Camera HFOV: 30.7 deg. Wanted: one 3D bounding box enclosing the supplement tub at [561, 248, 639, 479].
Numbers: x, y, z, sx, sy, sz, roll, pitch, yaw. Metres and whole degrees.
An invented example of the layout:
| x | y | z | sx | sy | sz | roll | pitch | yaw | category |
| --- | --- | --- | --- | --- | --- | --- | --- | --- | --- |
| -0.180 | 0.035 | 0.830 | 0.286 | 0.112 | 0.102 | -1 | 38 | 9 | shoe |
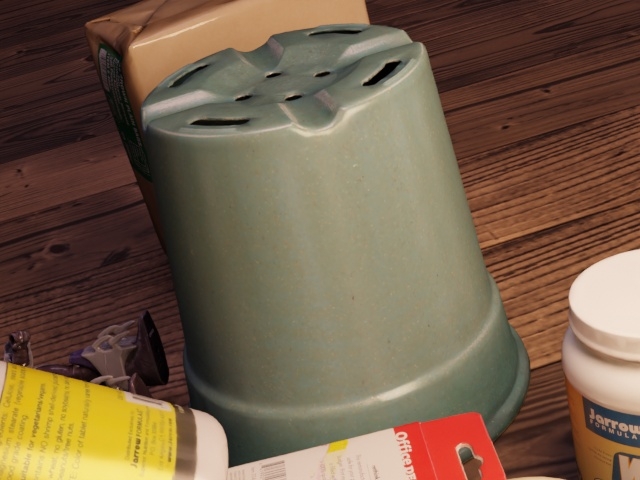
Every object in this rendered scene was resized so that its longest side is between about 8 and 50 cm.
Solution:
| x | y | z | sx | sy | sz | roll | pitch | yaw | category |
| --- | --- | --- | --- | --- | --- | --- | --- | --- | --- |
| 0.255 | 0.120 | 0.860 | 0.144 | 0.200 | 0.144 | -11 | 27 | 6 | supplement tub |

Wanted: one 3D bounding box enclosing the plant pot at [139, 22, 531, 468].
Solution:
| x | y | z | sx | sy | sz | roll | pitch | yaw | category |
| --- | --- | --- | --- | --- | --- | --- | --- | --- | --- |
| 0.000 | 0.000 | 1.067 | 0.341 | 0.334 | 0.341 | -11 | 26 | 5 | plant pot |

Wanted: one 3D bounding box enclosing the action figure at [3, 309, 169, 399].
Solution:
| x | y | z | sx | sy | sz | roll | pitch | yaw | category |
| --- | --- | --- | --- | --- | --- | --- | --- | --- | --- |
| -0.297 | 0.155 | 1.170 | 0.285 | 0.099 | 0.185 | -10 | 32 | 13 | action figure |

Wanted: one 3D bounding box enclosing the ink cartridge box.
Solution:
| x | y | z | sx | sy | sz | roll | pitch | yaw | category |
| --- | --- | --- | --- | --- | --- | --- | --- | --- | --- |
| 0.031 | 0.221 | 0.904 | 0.231 | 0.078 | 0.134 | -13 | 27 | 0 | ink cartridge box |

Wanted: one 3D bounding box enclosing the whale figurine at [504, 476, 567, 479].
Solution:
| x | y | z | sx | sy | sz | roll | pitch | yaw | category |
| --- | --- | --- | --- | --- | --- | --- | --- | --- | --- |
| 0.160 | 0.280 | 0.711 | 0.216 | 0.141 | 0.272 | -24 | 53 | -20 | whale figurine |

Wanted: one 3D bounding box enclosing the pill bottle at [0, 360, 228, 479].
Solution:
| x | y | z | sx | sy | sz | roll | pitch | yaw | category |
| --- | --- | --- | --- | --- | --- | --- | --- | --- | --- |
| -0.250 | 0.180 | 0.840 | 0.334 | 0.188 | 0.188 | 16 | 22 | -15 | pill bottle |

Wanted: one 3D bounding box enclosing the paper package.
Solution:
| x | y | z | sx | sy | sz | roll | pitch | yaw | category |
| --- | --- | --- | --- | --- | --- | --- | --- | --- | --- |
| -0.081 | -0.148 | 1.403 | 0.309 | 0.325 | 0.168 | -26 | 29 | -21 | paper package |
